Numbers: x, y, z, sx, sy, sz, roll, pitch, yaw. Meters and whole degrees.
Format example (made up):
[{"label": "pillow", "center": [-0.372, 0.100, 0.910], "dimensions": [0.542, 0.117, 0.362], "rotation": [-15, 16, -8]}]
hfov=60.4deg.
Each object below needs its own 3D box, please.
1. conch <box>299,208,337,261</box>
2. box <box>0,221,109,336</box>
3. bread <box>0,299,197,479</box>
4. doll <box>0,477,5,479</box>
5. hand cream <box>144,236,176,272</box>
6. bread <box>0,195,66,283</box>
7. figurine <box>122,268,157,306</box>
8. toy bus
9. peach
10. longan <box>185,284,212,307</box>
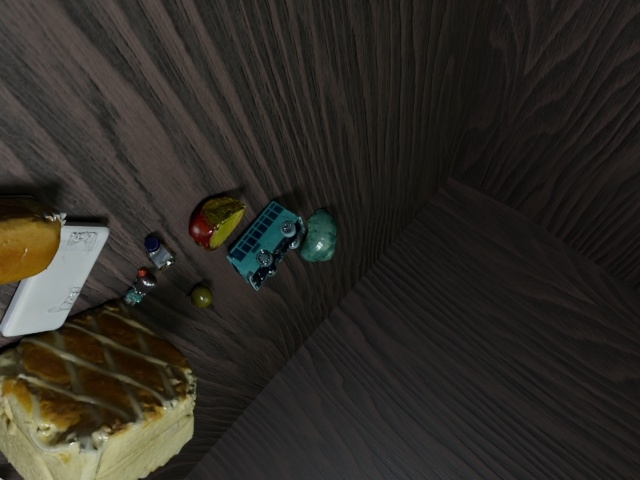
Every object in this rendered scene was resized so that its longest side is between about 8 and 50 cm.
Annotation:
[{"label": "conch", "center": [0.002, 0.003, 2.141], "dimensions": [0.196, 0.134, 0.202], "rotation": [-43, 159, -18]}, {"label": "box", "center": [-0.556, 0.082, 1.155], "dimensions": [0.285, 0.044, 0.142], "rotation": [-57, 158, 16]}, {"label": "bread", "center": [-0.523, 0.374, 1.272], "dimensions": [0.371, 0.390, 0.280], "rotation": [-22, 138, -52]}, {"label": "doll", "center": [-0.911, 0.737, 1.396], "dimensions": [0.287, 0.151, 0.151], "rotation": [-49, 161, 3]}, {"label": "hand cream", "center": [-0.415, 0.035, 1.411], "dimensions": [0.062, 0.039, 0.163], "rotation": [-47, 167, -17]}, {"label": "bread", "center": [-0.558, 0.005, 0.914], "dimensions": [0.241, 0.107, 0.136], "rotation": [-13, 135, -62]}, {"label": "figurine", "center": [-0.472, 0.124, 1.427], "dimensions": [0.060, 0.047, 0.106], "rotation": [37, 100, -29]}, {"label": "toy bus", "center": [-0.176, 0.014, 1.739], "dimensions": [0.256, 0.147, 0.128], "rotation": [-51, 161, -15]}, {"label": "peach", "center": [-0.282, -0.055, 1.460], "dimensions": [0.172, 0.092, 0.127], "rotation": [-55, 170, -27]}, {"label": "longan", "center": [-0.377, 0.174, 1.706], "dimensions": [0.083, 0.075, 0.075], "rotation": [3, 137, -15]}]
